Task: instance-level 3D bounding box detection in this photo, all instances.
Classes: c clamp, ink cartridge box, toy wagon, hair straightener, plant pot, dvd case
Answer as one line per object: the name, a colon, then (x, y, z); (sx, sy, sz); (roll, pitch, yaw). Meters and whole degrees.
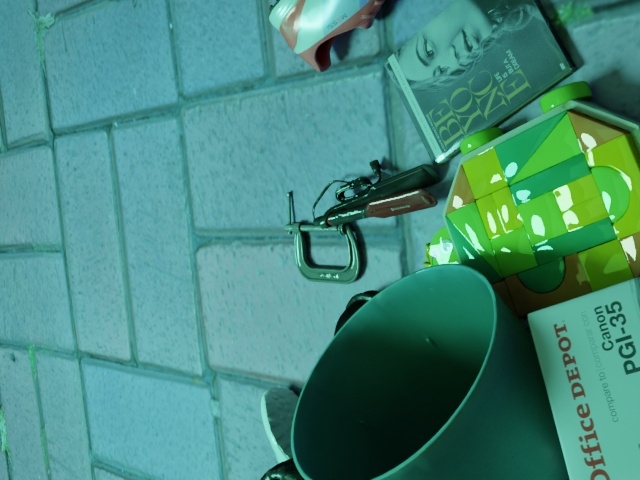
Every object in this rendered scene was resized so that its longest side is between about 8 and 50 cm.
c clamp: (0.000, 0.000, 1.179); (0.161, 0.022, 0.137); (9, 103, 44)
ink cartridge box: (0.354, 0.129, 0.687); (0.283, 0.117, 0.207); (-24, 55, 26)
toy wagon: (0.244, -0.010, 0.905); (0.344, 0.068, 0.267); (-27, 78, 44)
hair straightener: (0.072, -0.065, 1.084); (0.230, 0.047, 0.089); (-18, 47, 45)
plant pot: (0.152, 0.212, 0.880); (0.235, 0.293, 0.293); (42, 138, -21)
dvd case: (0.188, -0.218, 0.960); (0.221, 0.018, 0.164); (-36, 72, 42)

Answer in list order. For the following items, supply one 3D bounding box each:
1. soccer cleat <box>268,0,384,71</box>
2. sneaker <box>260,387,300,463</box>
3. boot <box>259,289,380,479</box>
soccer cleat: (0.062, -0.351, 1.017); (0.318, 0.108, 0.116); (-34, 94, 40)
sneaker: (-0.039, 0.350, 1.239); (0.235, 0.090, 0.095); (61, 141, 20)
boot: (0.020, 0.256, 1.034); (0.131, 0.260, 0.348); (-1, 96, 45)
